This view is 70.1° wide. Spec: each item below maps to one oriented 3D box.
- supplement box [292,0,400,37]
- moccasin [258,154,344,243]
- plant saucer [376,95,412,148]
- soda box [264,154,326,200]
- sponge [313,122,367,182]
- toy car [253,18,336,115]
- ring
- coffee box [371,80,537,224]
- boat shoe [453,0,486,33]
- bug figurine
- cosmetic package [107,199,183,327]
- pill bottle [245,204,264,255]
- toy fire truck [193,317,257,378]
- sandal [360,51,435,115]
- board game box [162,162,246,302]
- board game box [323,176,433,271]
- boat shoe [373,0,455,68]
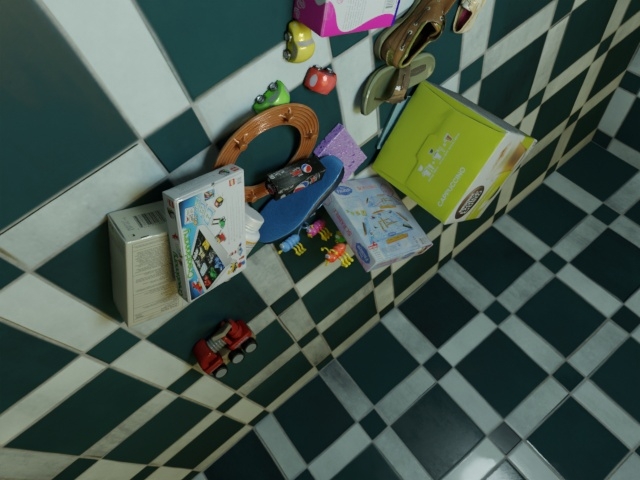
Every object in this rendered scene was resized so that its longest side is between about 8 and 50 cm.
[{"bbox_3d":[0.062,-0.531,0.994,0.219,0.114,0.111,-26,148,-32],"label":"supplement box"},{"bbox_3d":[-0.050,-0.105,1.381,0.342,0.138,0.117,-38,167,6],"label":"moccasin"},{"bbox_3d":[0.241,-0.391,1.508,0.067,0.018,0.192,-16,140,-41],"label":"plant saucer"},{"bbox_3d":[-0.068,-0.174,1.261,0.168,0.060,0.053,-28,162,-29],"label":"soda box"},{"bbox_3d":[0.065,-0.269,1.431,0.117,0.031,0.210,-47,152,5],"label":"sponge"},{"bbox_3d":[-0.064,-0.375,1.100,0.225,0.053,0.239,-45,151,2],"label":"toy car"},{"bbox_3d":[-0.134,-0.212,1.195,0.336,0.032,0.337,-34,161,-14],"label":"ring"},{"bbox_3d":[0.450,-0.293,1.554,0.334,0.338,0.338,-9,136,-51],"label":"coffee box"},{"bbox_3d":[0.432,-0.680,1.319,0.059,0.063,0.170,-33,151,-31],"label":"boat shoe"},{"bbox_3d":[0.000,0.000,1.528,0.216,0.278,0.072,-43,132,-41],"label":"bug figurine"},{"bbox_3d":[-0.433,0.062,1.152,0.160,0.113,0.310,-19,144,-38],"label":"cosmetic package"},{"bbox_3d":[-0.253,0.005,1.299,0.215,0.117,0.117,-53,150,16],"label":"pill bottle"},{"bbox_3d":[-0.362,0.370,1.638,0.217,0.158,0.246,-39,140,-7],"label":"toy fire truck"},{"bbox_3d":[0.236,-0.461,1.334,0.302,0.086,0.120,-34,150,-17],"label":"sandal"},{"bbox_3d":[-0.267,-0.014,1.102,0.193,0.053,0.306,-33,142,-39],"label":"board game box"},{"bbox_3d":[0.189,-0.069,1.555,0.318,0.318,0.066,-12,153,-43],"label":"board game box"},{"bbox_3d":[0.287,-0.581,1.220,0.307,0.104,0.110,-47,151,5],"label":"boat shoe"}]
